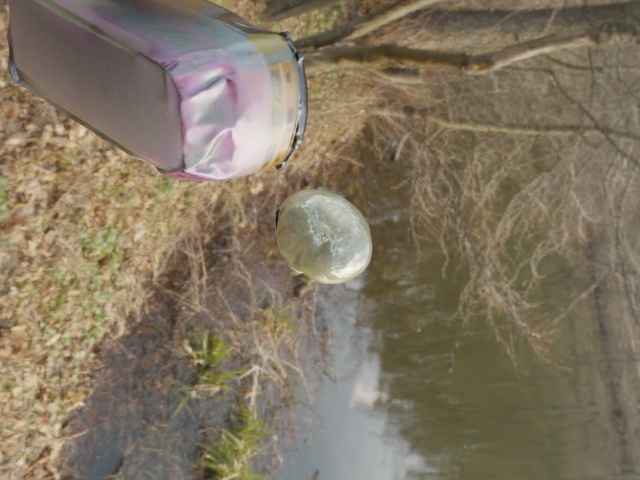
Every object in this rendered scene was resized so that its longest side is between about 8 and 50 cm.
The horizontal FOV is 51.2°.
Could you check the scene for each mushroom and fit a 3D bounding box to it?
[{"bbox_3d":[0.000,0.000,0.968,0.154,0.122,0.154,27,36,-21],"label":"mushroom"}]

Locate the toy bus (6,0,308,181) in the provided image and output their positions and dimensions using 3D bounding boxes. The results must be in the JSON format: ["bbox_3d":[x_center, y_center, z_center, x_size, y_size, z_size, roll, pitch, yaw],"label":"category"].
[{"bbox_3d":[-0.200,-0.190,0.758,0.162,0.386,0.171,-30,138,-40],"label":"toy bus"}]
